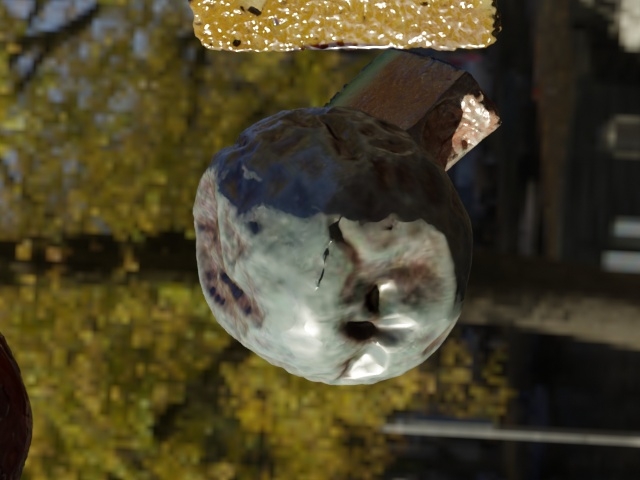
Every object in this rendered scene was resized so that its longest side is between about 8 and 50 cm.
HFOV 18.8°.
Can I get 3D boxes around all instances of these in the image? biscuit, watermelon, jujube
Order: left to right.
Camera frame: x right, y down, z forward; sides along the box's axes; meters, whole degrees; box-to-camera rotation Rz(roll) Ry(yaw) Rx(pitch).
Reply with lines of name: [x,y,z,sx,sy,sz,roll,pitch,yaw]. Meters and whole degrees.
jujube: [0.008,0.001,1.717,0.308,0.215,0.246,-135,38,-62]
biscuit: [0.010,-0.191,1.353,0.025,0.231,0.131,-63,-31,-50]
watermelon: [0.069,-0.098,2.031,0.148,0.226,0.318,53,-142,-9]

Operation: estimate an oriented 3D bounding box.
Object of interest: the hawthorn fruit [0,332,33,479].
hawthorn fruit: [-0.302,0.118,1.229,0.307,0.276,0.276,4,92,53]
